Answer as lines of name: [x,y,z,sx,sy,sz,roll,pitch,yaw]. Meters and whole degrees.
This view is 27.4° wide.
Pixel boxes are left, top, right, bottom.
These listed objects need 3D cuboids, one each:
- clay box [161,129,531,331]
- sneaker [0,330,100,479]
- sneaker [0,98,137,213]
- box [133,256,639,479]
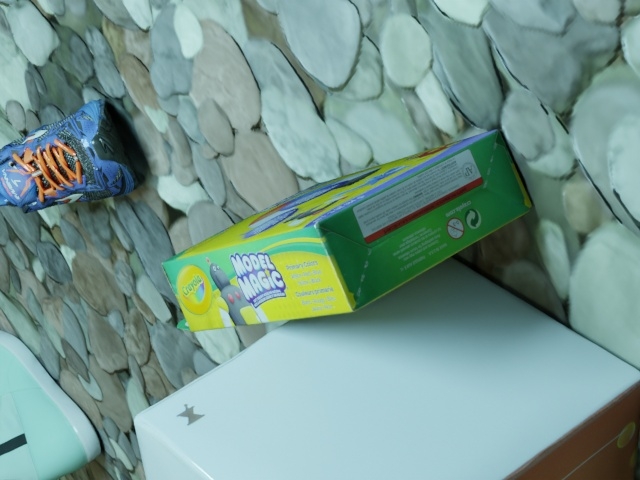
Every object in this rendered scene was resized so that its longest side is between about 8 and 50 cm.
clay box: [0.000,0.000,0.748,0.222,0.127,0.053,-11,104,59]
sneaker: [-0.377,0.198,1.487,0.256,0.151,0.094,33,142,42]
sneaker: [-0.221,-0.057,1.087,0.221,0.087,0.083,-13,105,60]
box: [0.047,0.215,0.771,0.168,0.215,0.345,33,141,40]
